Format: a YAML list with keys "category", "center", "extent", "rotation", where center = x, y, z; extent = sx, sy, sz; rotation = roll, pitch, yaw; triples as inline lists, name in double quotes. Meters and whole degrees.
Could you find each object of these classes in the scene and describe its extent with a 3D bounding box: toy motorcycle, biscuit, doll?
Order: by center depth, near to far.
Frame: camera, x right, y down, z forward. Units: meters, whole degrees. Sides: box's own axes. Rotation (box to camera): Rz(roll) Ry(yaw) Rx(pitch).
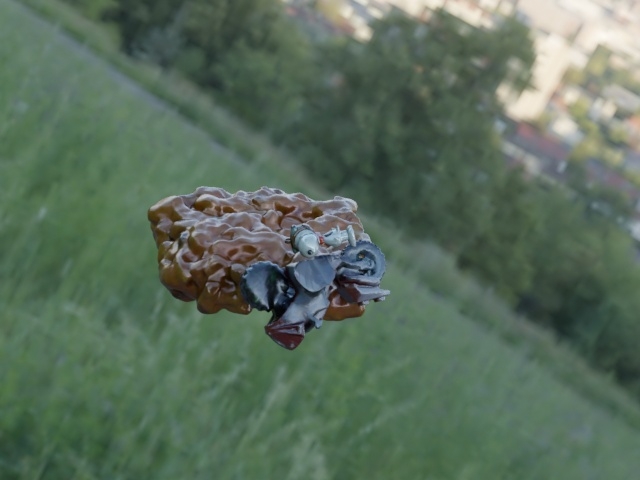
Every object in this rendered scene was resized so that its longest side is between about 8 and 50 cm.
- category: "doll"
  center: [0.000, -0.003, 2.004]
  extent: [0.085, 0.040, 0.058]
  rotation: [-21, 33, -22]
- category: "toy motorcycle"
  center: [0.000, 0.072, 2.041]
  extent: [0.213, 0.122, 0.082]
  rotation: [-13, 0, -26]
- category: "biscuit"
  center: [-0.086, 0.012, 2.239]
  extent: [0.318, 0.110, 0.312]
  rotation: [2, 23, -11]
